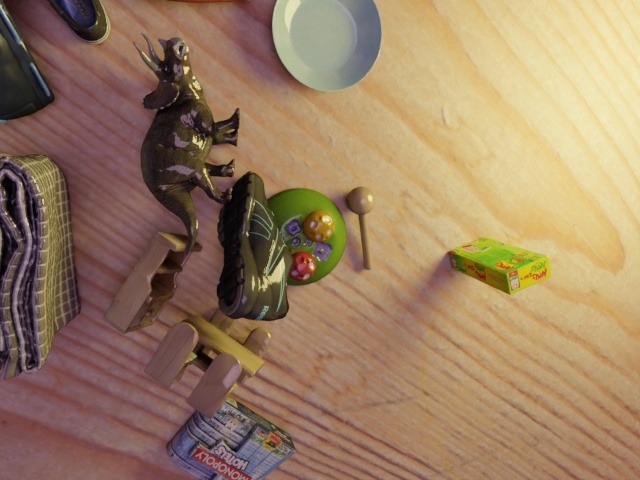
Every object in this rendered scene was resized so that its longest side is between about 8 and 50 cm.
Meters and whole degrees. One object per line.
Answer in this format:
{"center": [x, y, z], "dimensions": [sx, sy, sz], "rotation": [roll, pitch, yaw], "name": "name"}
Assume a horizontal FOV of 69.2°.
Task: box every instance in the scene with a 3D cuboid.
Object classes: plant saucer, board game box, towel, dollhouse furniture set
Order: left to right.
{"center": [-0.410, 0.024, 0.634], "dimensions": [0.121, 0.235, 0.283], "rotation": [-3, 103, -23], "name": "towel"}
{"center": [-0.186, 0.119, 0.740], "dimensions": [0.242, 0.212, 0.161], "rotation": [33, 92, 6], "name": "dollhouse furniture set"}
{"center": [-0.183, 0.414, 0.880], "dimensions": [0.194, 0.060, 0.194], "rotation": [41, 87, -21], "name": "board game box"}
{"center": [0.009, -0.352, 0.788], "dimensions": [0.195, 0.037, 0.194], "rotation": [-4, 102, -17], "name": "plant saucer"}
{"center": [0.342, 0.044, 0.901], "dimensions": [0.092, 0.181, 0.043], "rotation": [-21, 107, -12], "name": "board game box"}

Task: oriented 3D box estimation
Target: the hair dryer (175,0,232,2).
{"center": [-0.194, -0.423, 0.627], "dimensions": [0.224, 0.293, 0.080], "rotation": [-19, 67, 22], "name": "hair dryer"}

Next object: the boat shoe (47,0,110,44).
{"center": [-0.377, -0.386, 0.638], "dimensions": [0.080, 0.076, 0.228], "rotation": [-30, 109, -10], "name": "boat shoe"}

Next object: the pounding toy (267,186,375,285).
{"center": [0.000, 0.000, 0.822], "dimensions": [0.237, 0.110, 0.182], "rotation": [-8, 104, -15], "name": "pounding toy"}

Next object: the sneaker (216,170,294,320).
{"center": [-0.105, 0.009, 0.753], "dimensions": [0.106, 0.101, 0.267], "rotation": [20, 53, -34], "name": "sneaker"}

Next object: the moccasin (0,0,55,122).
{"center": [-0.445, -0.329, 0.592], "dimensions": [0.117, 0.138, 0.342], "rotation": [-26, 138, -31], "name": "moccasin"}

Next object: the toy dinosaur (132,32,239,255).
{"center": [-0.212, -0.139, 0.725], "dimensions": [0.160, 0.121, 0.313], "rotation": [7, 93, -11], "name": "toy dinosaur"}
